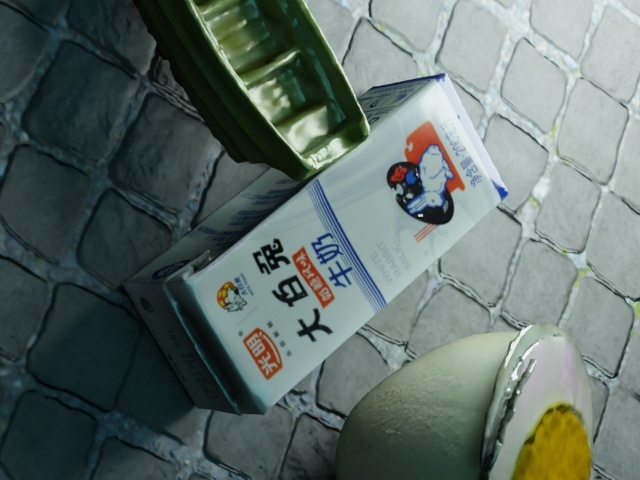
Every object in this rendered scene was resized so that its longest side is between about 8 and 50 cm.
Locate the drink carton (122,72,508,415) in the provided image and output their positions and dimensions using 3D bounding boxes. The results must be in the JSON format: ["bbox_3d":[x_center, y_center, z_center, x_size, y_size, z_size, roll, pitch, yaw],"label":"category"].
[{"bbox_3d":[0.000,0.000,1.470,0.315,0.106,0.130,-40,109,-30],"label":"drink carton"}]

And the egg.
[{"bbox_3d":[0.121,0.196,1.518,0.286,0.174,0.264,32,68,-58],"label":"egg"}]

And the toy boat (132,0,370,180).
[{"bbox_3d":[-0.071,-0.173,1.419,0.111,0.084,0.276,-33,93,-35],"label":"toy boat"}]
